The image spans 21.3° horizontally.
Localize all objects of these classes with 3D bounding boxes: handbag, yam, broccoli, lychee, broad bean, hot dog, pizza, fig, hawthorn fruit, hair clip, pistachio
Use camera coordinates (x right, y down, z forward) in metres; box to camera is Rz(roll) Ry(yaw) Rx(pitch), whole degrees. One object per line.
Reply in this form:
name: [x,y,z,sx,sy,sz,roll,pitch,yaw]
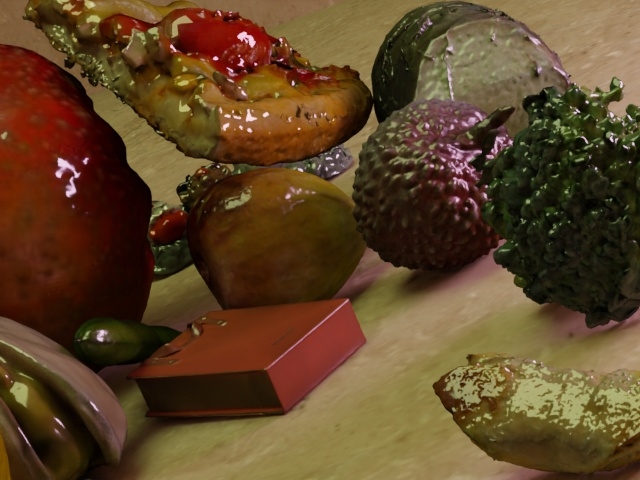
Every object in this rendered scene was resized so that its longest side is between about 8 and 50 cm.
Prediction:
handbag: [-0.070,0.106,1.534,0.190,0.062,0.127,-8,23,44]
yam: [0.160,-0.159,1.847,0.202,0.201,0.271,-26,21,1]
broccoli: [0.250,-0.019,1.361,0.275,0.177,0.198,-1,-44,-44]
lychee: [0.113,-0.057,1.582,0.165,0.165,0.197,-41,-13,-46]
broad bean: [-0.180,0.097,1.602,0.065,0.046,0.254,8,-3,17]
hot dog: [0.155,0.116,1.097,0.169,0.061,0.078,8,64,31]
pizza: [-0.148,-0.205,1.821,0.130,0.406,0.440,-67,-13,15]
fig: [0.000,0.000,1.681,0.257,0.159,0.159,-7,7,-20]
hawthorn fruit: [-0.383,-0.002,1.768,0.403,0.402,0.403,-24,14,6]
hair clip: [-0.115,-0.065,2.162,0.321,0.091,0.138,-33,19,-24]
pistachio: [-0.289,0.142,1.506,0.288,0.197,0.166,8,38,46]

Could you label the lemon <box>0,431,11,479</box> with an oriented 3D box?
lemon: [-0.397,0.194,1.300,0.336,0.336,0.336,-24,14,6]
